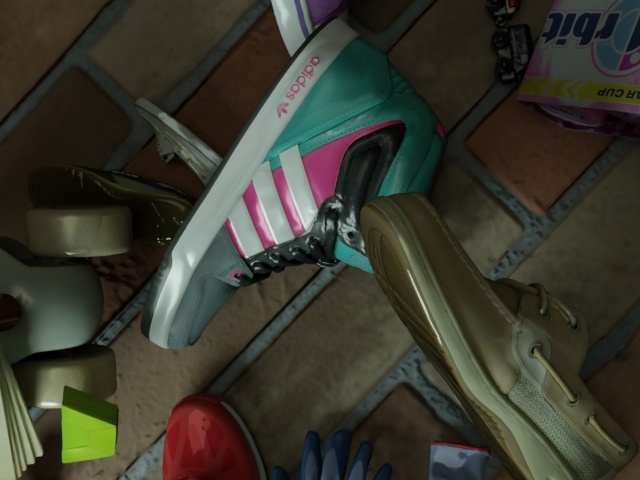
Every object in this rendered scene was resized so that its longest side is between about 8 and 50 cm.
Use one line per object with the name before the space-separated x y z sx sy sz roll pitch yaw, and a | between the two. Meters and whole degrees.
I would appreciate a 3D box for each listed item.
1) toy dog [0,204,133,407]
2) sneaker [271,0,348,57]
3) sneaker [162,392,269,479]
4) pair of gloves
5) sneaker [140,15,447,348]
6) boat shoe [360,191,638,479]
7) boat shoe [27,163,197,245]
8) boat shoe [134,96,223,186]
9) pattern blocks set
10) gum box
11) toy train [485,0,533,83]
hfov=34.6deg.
toy dog | -0.305 0.051 0.796 0.333 0.161 0.220 -19 85 17
sneaker | 0.038 -0.262 0.772 0.161 0.102 0.282 1 117 9
sneaker | -0.089 0.228 0.779 0.087 0.128 0.221 -13 83 10
pair of gloves | 0.056 0.221 0.775 0.198 0.023 0.159 5 58 6
sneaker | 0.000 0.000 0.793 0.178 0.124 0.296 35 108 4
boat shoe | 0.130 0.071 0.712 0.098 0.109 0.302 -37 116 -3
boat shoe | -0.170 -0.030 0.861 0.152 0.049 0.056 17 106 11
boat shoe | -0.123 -0.080 0.864 0.100 0.035 0.035 39 90 5
pattern blocks set | -0.288 0.118 0.739 0.285 0.325 0.026 12 49 -11
gum box | 0.239 -0.130 0.727 0.188 0.062 0.107 20 88 56
toy train | 0.149 -0.205 0.826 0.036 0.027 0.158 -7 84 7
